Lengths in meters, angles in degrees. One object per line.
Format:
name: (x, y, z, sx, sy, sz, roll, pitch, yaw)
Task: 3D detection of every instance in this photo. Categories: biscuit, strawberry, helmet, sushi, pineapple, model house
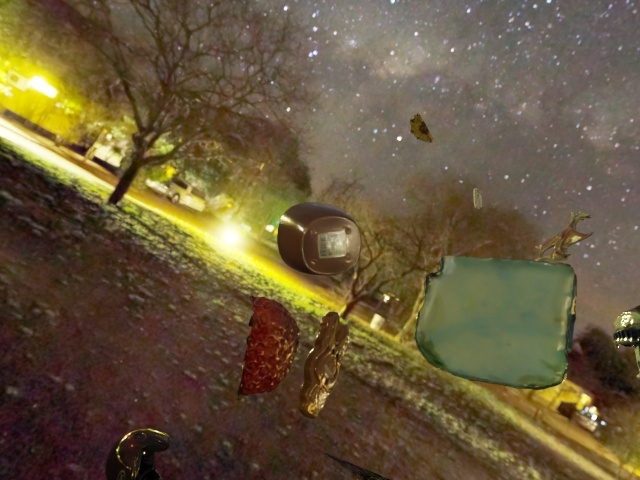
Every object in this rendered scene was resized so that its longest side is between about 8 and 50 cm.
biscuit: (0.015, 0.354, 1.211, 0.044, 0.295, 0.186, 2, -33, 31)
strawberry: (-0.123, 0.249, 1.110, 0.150, 0.280, 0.253, 10, 23, -6)
helmet: (-0.605, 0.733, 1.415, 0.193, 0.189, 0.216, 13, 4, 2)
sushi: (0.164, 0.644, 1.052, 0.292, 0.059, 0.294, -10, -49, 49)
pineapple: (0.243, -0.273, 1.043, 0.045, 0.019, 0.083, -7, -49, 52)
model house: (0.357, 0.163, 0.852, 0.261, 0.226, 0.241, 4, -11, 33)

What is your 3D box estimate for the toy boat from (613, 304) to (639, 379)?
toy boat: (0.598, 0.184, 0.751, 0.114, 0.115, 0.262, -4, -26, 17)

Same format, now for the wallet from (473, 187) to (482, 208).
wallet: (0.500, -0.136, 1.353, 0.025, 0.061, 0.122, -10, 5, 20)

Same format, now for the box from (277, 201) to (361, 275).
box: (0.000, 0.000, 1.590, 0.301, 0.301, 0.216, 30, -1, -22)

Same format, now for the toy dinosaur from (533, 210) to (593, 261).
toy dinosaur: (0.442, -0.003, 0.775, 0.032, 0.108, 0.220, 32, -1, 11)
